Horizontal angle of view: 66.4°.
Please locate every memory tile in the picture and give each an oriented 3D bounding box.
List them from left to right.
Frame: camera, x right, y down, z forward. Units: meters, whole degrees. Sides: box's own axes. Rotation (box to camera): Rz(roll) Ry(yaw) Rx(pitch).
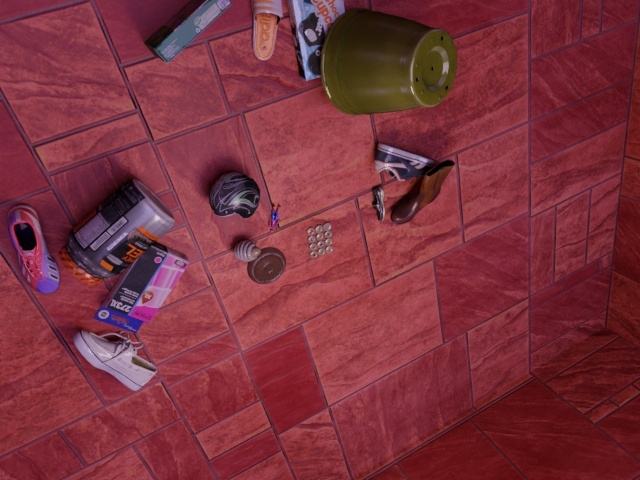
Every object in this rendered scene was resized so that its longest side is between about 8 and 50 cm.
[{"bbox_3d":[0.000,0.000,2.068,0.113,0.012,0.148,-17,120,-19],"label":"memory tile"}]

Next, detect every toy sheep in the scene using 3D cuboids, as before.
[{"bbox_3d":[-0.288,0.039,1.888,0.091,0.132,0.091,2,88,-62],"label":"toy sheep"}]

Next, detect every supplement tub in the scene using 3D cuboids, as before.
[{"bbox_3d":[-0.665,-0.022,1.602,0.338,0.207,0.207,-42,125,-2],"label":"supplement tub"}]

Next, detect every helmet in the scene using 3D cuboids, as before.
[{"bbox_3d":[-0.312,-0.161,1.742,0.161,0.169,0.170,14,107,-48],"label":"helmet"}]

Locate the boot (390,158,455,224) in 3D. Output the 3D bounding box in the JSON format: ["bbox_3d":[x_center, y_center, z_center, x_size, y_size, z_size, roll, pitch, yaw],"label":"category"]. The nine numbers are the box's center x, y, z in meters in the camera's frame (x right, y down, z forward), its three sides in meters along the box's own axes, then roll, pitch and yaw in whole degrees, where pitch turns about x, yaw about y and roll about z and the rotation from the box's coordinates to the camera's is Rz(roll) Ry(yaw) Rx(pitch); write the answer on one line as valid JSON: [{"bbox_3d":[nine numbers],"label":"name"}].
[{"bbox_3d":[0.423,-0.195,2.043,0.264,0.096,0.280,-26,163,-14],"label":"boot"}]

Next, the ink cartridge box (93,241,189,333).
[{"bbox_3d":[-0.656,0.182,1.797,0.175,0.069,0.371,30,100,-34],"label":"ink cartridge box"}]

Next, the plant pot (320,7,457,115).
[{"bbox_3d":[0.251,-0.587,1.654,0.366,0.353,0.367,-18,120,-35],"label":"plant pot"}]

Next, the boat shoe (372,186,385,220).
[{"bbox_3d":[0.245,-0.155,2.097,0.049,0.056,0.152,-12,109,-16],"label":"boat shoe"}]

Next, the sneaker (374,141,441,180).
[{"bbox_3d":[0.357,-0.311,2.033,0.320,0.126,0.128,10,108,-25],"label":"sneaker"}]

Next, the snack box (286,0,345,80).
[{"bbox_3d":[-0.005,-0.736,1.679,0.187,0.060,0.322,-21,121,-18],"label":"snack box"}]

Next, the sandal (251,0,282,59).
[{"bbox_3d":[-0.168,-0.725,1.592,0.101,0.076,0.266,-8,116,-24],"label":"sandal"}]

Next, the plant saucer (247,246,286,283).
[{"bbox_3d":[-0.215,0.110,2.003,0.168,0.029,0.169,-12,119,-23],"label":"plant saucer"}]

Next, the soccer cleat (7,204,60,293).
[{"bbox_3d":[-0.918,0.049,1.562,0.108,0.116,0.319,-13,119,-21],"label":"soccer cleat"}]

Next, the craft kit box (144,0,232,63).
[{"bbox_3d":[-0.391,-0.628,1.424,0.250,0.246,0.061,-44,122,-2],"label":"craft kit box"}]

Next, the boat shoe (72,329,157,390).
[{"bbox_3d":[-0.737,0.418,1.824,0.156,0.136,0.367,-38,128,-6],"label":"boat shoe"}]

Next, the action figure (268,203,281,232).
[{"bbox_3d":[-0.182,-0.084,1.928,0.038,0.030,0.115,-1,116,-32],"label":"action figure"}]
